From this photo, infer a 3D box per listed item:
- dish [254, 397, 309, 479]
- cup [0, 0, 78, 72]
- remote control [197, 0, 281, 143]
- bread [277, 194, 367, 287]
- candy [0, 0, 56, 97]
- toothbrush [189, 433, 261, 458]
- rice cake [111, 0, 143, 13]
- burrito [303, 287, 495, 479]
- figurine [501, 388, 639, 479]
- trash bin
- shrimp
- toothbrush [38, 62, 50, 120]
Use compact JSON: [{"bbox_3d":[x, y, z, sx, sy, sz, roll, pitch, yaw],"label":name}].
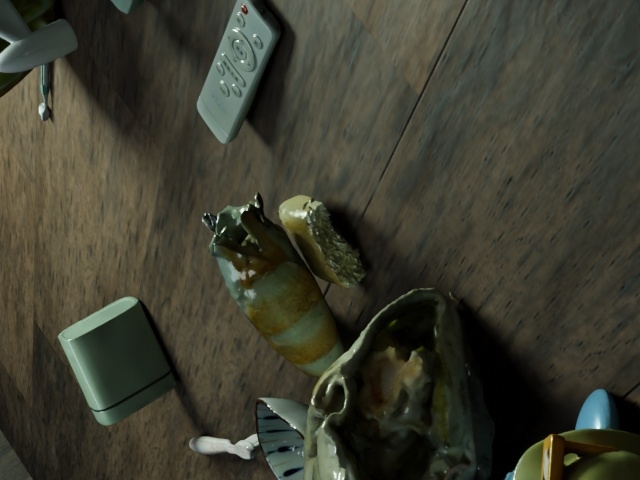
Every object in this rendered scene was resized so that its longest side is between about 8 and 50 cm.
[{"bbox_3d":[0.008,0.230,1.482,0.190,0.066,0.190,49,157,29],"label":"dish"},{"bbox_3d":[-0.311,-0.304,1.344,0.299,0.173,0.167,61,157,-5],"label":"cup"},{"bbox_3d":[-0.067,-0.146,1.230,0.050,0.027,0.184,53,152,11],"label":"remote control"},{"bbox_3d":[0.000,0.000,1.246,0.083,0.035,0.070,56,163,-19],"label":"bread"},{"bbox_3d":[-0.400,-0.226,1.525,0.118,0.260,0.260,58,159,24],"label":"candy"},{"bbox_3d":[-0.122,0.260,1.844,0.025,0.029,0.307,61,160,-3],"label":"toothbrush"},{"bbox_3d":[-0.165,-0.260,1.278,0.042,0.030,0.180,50,156,9],"label":"rice cake"},{"bbox_3d":[0.054,0.207,1.203,0.332,0.135,0.190,94,166,-54],"label":"burrito"},{"bbox_3d":[0.173,0.229,1.012,0.154,0.180,0.262,30,141,15],"label":"figurine"},{"bbox_3d":[-0.264,0.156,1.886,0.059,0.116,0.130,13,129,59],"label":"trash bin"},{"bbox_3d":[-0.040,0.045,1.335,0.185,0.068,0.287,57,178,-5],"label":"shrimp"},{"bbox_3d":[-0.331,-0.189,1.738,0.014,0.011,0.167,59,158,16],"label":"toothbrush"}]
